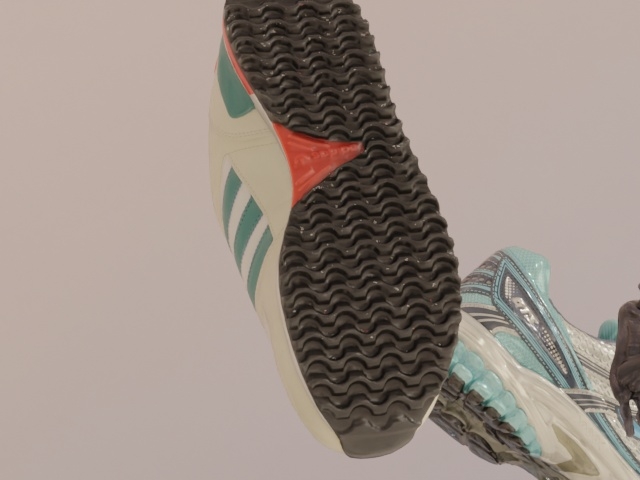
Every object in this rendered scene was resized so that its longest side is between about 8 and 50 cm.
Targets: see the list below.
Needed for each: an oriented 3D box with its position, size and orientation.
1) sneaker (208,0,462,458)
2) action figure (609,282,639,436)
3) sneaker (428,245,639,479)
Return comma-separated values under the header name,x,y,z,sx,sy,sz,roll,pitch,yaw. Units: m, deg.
name,x,y,z,sx,sy,sz,roll,pitch,yaw
sneaker,0.000,0.000,0.616,0.057,0.161,0.075,-7,-27,-16
action figure,0.253,0.022,0.941,0.164,0.141,0.275,-14,-18,-25
sneaker,0.183,0.115,1.196,0.122,0.283,0.110,-52,15,-17
